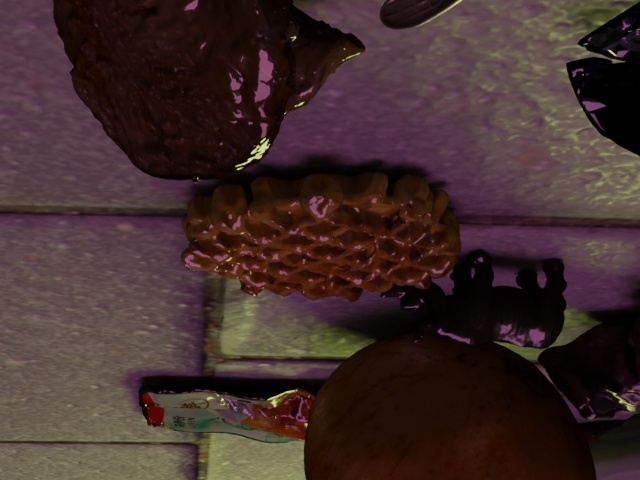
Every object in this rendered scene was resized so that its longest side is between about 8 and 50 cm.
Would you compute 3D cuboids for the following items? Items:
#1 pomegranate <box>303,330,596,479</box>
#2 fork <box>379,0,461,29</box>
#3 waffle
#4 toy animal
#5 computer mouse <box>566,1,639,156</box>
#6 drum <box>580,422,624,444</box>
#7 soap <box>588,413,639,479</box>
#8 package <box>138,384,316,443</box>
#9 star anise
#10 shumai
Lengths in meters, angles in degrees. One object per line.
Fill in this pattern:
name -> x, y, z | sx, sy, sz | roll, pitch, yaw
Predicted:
pomegranate -> 0.101, 0.191, 1.181 | 0.248, 0.248, 0.248 | -1, 159, 0
fork -> 0.094, -0.138, 0.610 | 0.028, 0.034, 0.219 | -18, 176, -42
waffle -> 0.003, -0.001, 0.945 | 0.191, 0.038, 0.191 | 0, 160, 0
toy animal -> 0.108, 0.044, 1.032 | 0.135, 0.065, 0.047 | 6, 157, -16
computer mouse -> 0.237, -0.074, 0.701 | 0.241, 0.078, 0.146 | 9, 138, -6
drum -> 0.337, 0.351, 1.639 | 0.431, 0.214, 0.431 | 0, 159, 0
soap -> 0.416, 0.182, 1.251 | 0.347, 0.115, 0.208 | -18, 179, 36
package -> -0.055, 0.169, 1.392 | 0.231, 0.040, 0.166 | 2, 160, -4
star anise -> 0.307, 0.099, 1.140 | 0.220, 0.099, 0.214 | -19, 162, 40
shumai -> -0.061, -0.092, 0.667 | 0.139, 0.105, 0.123 | -27, 104, 32
